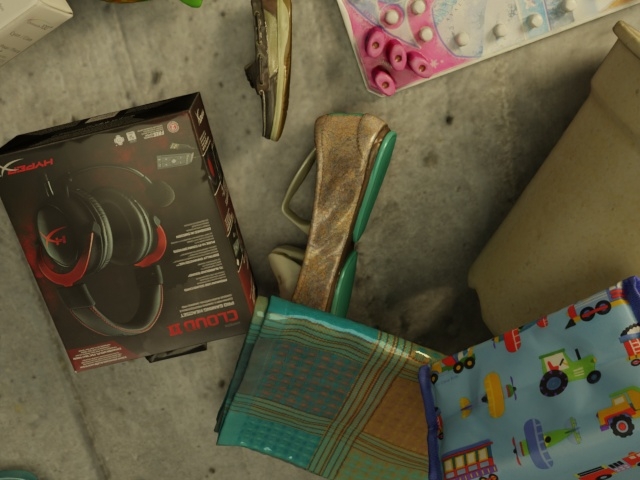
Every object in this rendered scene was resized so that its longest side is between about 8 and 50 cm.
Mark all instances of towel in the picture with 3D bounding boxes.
[{"bbox_3d":[0.071,0.212,0.808,0.370,0.040,0.271,20,130,-1],"label":"towel"}]

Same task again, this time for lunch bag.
[{"bbox_3d":[0.269,0.199,0.662,0.221,0.138,0.293,-30,127,28],"label":"lunch bag"}]

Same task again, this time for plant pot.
[{"bbox_3d":[0.332,0.001,0.728,0.334,0.333,0.305,30,119,-14],"label":"plant pot"}]

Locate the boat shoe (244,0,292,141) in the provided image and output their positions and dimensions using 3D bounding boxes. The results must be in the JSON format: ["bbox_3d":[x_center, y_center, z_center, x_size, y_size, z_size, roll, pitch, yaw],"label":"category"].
[{"bbox_3d":[-0.057,-0.184,0.757,0.049,0.056,0.152,5,103,1],"label":"boat shoe"}]

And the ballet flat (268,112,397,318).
[{"bbox_3d":[0.000,0.000,0.821,0.106,0.107,0.315,18,107,12],"label":"ballet flat"}]

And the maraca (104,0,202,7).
[{"bbox_3d":[-0.182,-0.285,0.679,0.186,0.099,0.127,9,143,-8],"label":"maraca"}]

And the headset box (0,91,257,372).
[{"bbox_3d":[-0.203,0.006,0.795,0.218,0.110,0.293,-13,113,1],"label":"headset box"}]

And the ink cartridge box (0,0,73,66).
[{"bbox_3d":[-0.313,-0.327,0.622,0.261,0.066,0.296,-31,90,11],"label":"ink cartridge box"}]

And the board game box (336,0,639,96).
[{"bbox_3d":[0.173,-0.382,0.683,0.390,0.050,0.389,-19,113,5],"label":"board game box"}]

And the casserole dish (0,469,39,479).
[{"bbox_3d":[-0.462,0.370,0.978,0.189,0.037,0.114,-8,113,2],"label":"casserole dish"}]
